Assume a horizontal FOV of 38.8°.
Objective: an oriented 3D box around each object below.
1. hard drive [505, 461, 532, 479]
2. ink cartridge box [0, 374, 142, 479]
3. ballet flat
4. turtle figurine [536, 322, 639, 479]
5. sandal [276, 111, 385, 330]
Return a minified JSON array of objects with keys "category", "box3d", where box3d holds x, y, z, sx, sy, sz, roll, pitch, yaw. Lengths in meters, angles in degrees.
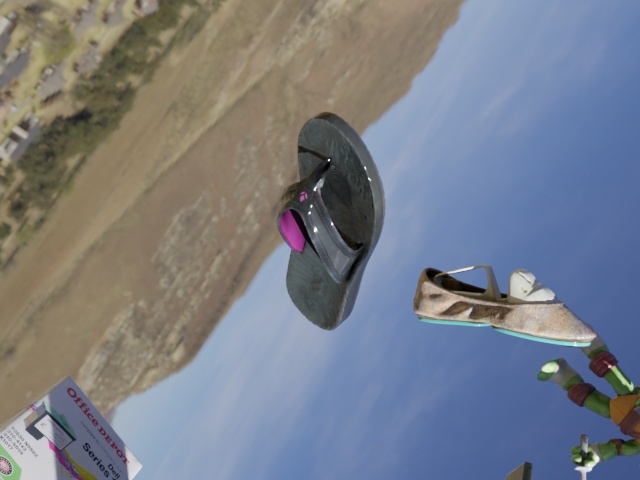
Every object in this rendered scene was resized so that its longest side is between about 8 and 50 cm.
[{"category":"hard drive","box3d":[0.430,0.546,1.986,0.135,0.022,0.094,105,0,-63]},{"category":"ink cartridge box","box3d":[-0.423,0.359,1.372,0.117,0.201,0.278,-36,-175,22]},{"category":"ballet flat","box3d":[0.281,0.093,1.434,0.107,0.316,0.106,-4,98,-53]},{"category":"turtle figurine","box3d":[0.458,0.280,1.459,0.274,0.266,0.198,-32,147,-13]},{"category":"sandal","box3d":[0.002,0.002,1.421,0.107,0.167,0.446,-37,149,-33]}]
